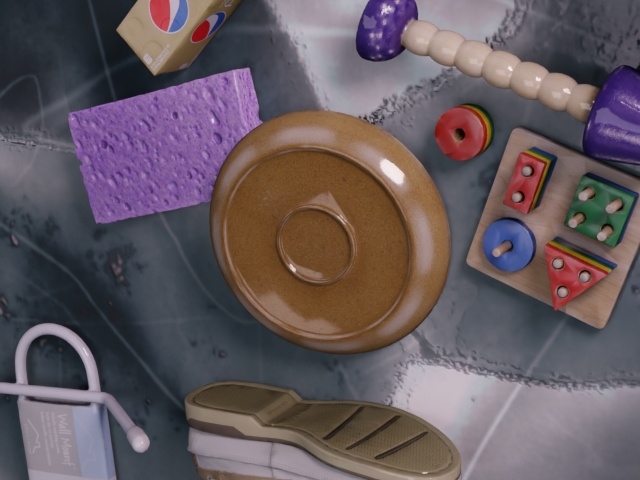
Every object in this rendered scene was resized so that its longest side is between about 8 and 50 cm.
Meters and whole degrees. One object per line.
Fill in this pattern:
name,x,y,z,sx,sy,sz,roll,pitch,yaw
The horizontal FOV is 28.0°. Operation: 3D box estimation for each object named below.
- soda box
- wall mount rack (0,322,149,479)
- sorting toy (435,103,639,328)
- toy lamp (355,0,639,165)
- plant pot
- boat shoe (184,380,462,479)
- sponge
soda box,-0.105,-0.235,1.162,0.061,0.058,0.181,50,122,9
wall mount rack,-0.258,0.273,1.350,0.304,0.130,0.350,1,105,30
sorting toy,0.200,-0.003,1.056,0.274,0.046,0.132,27,116,21
toy lamp,0.163,-0.132,1.026,0.275,0.080,0.080,28,116,22
plant pot,0.000,0.000,1.161,0.236,0.032,0.236,8,111,21
boat shoe,0.002,0.211,1.200,0.302,0.113,0.103,10,110,39
sponge,-0.147,-0.088,1.244,0.210,0.031,0.117,-9,99,32
